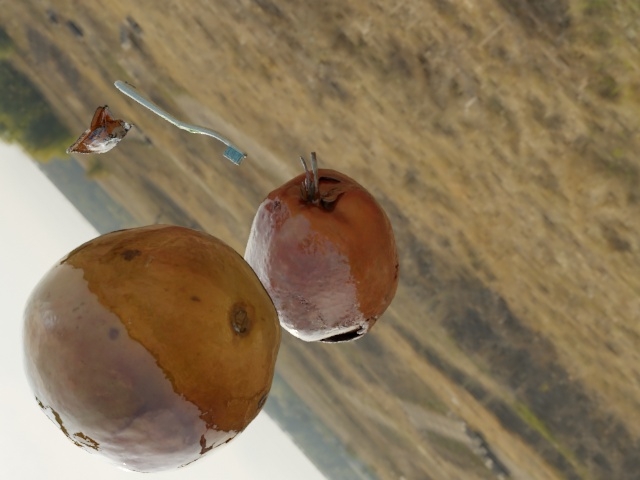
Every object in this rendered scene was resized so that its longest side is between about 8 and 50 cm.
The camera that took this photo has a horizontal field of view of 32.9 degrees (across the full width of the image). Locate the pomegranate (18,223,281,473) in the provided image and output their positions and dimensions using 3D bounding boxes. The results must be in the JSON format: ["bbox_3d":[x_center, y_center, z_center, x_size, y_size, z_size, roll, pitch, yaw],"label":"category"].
[{"bbox_3d":[-0.127,0.075,0.801,0.191,0.191,0.191,46,173,7],"label":"pomegranate"}]

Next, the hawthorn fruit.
[{"bbox_3d":[0.000,0.000,1.418,0.211,0.211,0.299,43,153,31],"label":"hawthorn fruit"}]

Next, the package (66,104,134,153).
[{"bbox_3d":[-0.295,-0.147,1.464,0.033,0.077,0.111,59,-161,13],"label":"package"}]

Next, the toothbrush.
[{"bbox_3d":[-0.211,-0.184,1.621,0.263,0.026,0.022,33,180,24],"label":"toothbrush"}]
